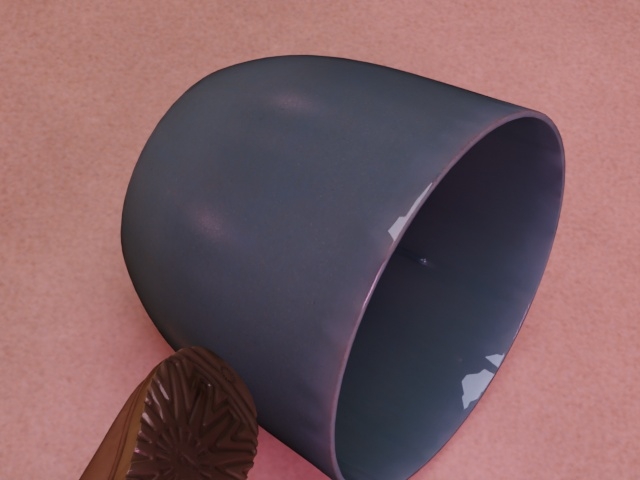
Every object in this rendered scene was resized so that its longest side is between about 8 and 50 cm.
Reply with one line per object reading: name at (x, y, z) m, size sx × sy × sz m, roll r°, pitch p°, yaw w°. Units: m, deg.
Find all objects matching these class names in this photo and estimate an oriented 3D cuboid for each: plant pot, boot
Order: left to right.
boot at (-0.183, 0.194, 1.041) m, size 0.089 × 0.269 × 0.236 m, roll 51°, pitch 31°, yaw -13°
plant pot at (0.000, 0.000, 1.178) m, size 0.235 × 0.293 × 0.293 m, roll 26°, pitch 55°, yaw 25°
